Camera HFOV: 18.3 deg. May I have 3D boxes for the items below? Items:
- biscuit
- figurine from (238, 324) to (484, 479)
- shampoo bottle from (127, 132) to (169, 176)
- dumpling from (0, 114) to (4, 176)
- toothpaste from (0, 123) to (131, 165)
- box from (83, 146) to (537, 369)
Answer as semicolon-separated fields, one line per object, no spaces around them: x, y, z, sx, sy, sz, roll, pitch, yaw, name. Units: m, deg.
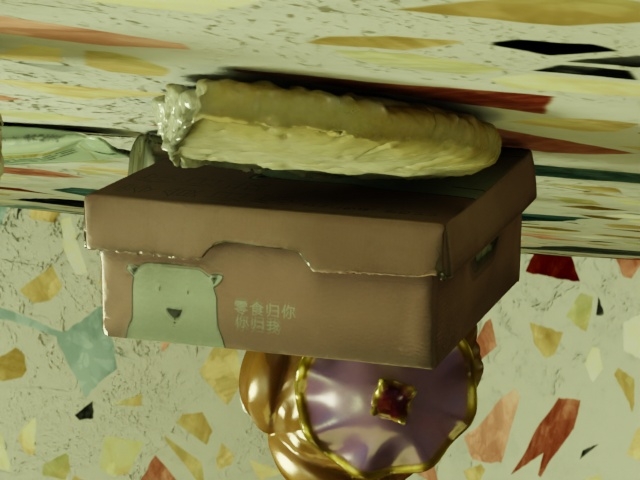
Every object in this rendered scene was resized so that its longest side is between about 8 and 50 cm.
-0.005;-0.054;1.037;0.188;0.040;0.265;2;178;29;biscuit
0.031;0.077;1.308;0.189;0.142;0.263;-30;-171;11;figurine
-0.016;-0.037;1.381;0.227;0.056;0.086;5;-178;-17;shampoo bottle
-0.231;-0.032;0.926;0.199;0.136;0.118;16;-168;32;dumpling
-0.262;-0.067;1.416;0.255;0.037;0.067;1;172;14;toothpaste
0.000;0.000;1.171;0.215;0.086;0.215;4;-165;18;box
